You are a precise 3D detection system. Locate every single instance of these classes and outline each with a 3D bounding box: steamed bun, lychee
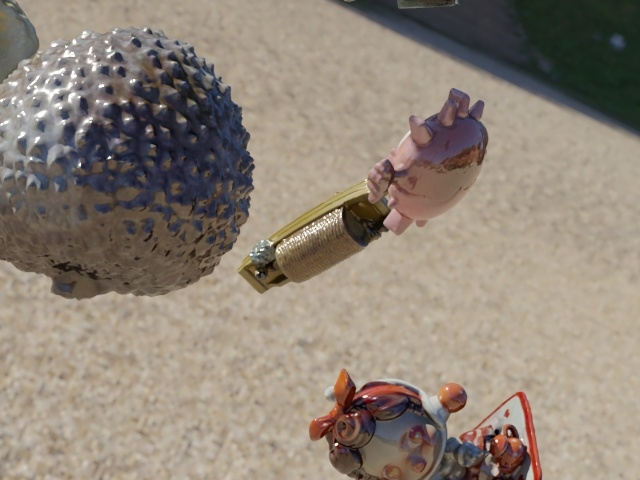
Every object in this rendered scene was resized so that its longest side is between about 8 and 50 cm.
[{"bbox_3d":[-0.420,-0.215,1.655,0.141,0.172,0.155,53,-11,-7],"label":"steamed bun"},{"bbox_3d":[-0.215,-0.077,1.437,0.300,0.300,0.300,24,13,-6],"label":"lychee"}]

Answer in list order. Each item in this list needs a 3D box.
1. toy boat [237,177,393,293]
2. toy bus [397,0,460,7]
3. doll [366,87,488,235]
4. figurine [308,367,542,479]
[{"bbox_3d":[0.000,0.000,2.247,0.089,0.310,0.115,50,27,-24],"label":"toy boat"},{"bbox_3d":[0.160,-0.396,2.028,0.088,0.101,0.175,-1,29,15],"label":"toy bus"},{"bbox_3d":[0.150,-0.100,1.931,0.093,0.211,0.262,36,36,28],"label":"doll"},{"bbox_3d":[0.096,0.223,1.603,0.226,0.183,0.160,30,32,-22],"label":"figurine"}]
